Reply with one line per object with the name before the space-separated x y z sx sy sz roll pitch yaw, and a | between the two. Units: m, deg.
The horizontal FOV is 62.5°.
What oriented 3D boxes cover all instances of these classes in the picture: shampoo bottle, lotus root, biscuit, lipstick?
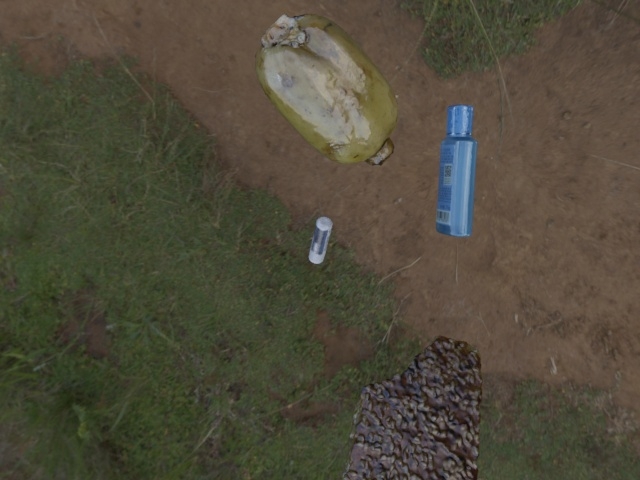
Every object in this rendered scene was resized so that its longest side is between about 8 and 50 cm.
shampoo bottle | 0.275 -0.141 1.062 0.061 0.104 0.258 -1 99 -11
lotus root | 0.023 -0.224 0.828 0.160 0.146 0.284 -42 122 7
biscuit | 0.093 0.197 0.517 0.131 0.026 0.237 18 59 -6
lipstick | 0.000 0.000 1.266 0.040 0.040 0.141 29 142 12

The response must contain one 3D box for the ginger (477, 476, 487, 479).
ginger | 0.246 0.427 0.849 0.051 0.173 0.069 -6 58 -6
